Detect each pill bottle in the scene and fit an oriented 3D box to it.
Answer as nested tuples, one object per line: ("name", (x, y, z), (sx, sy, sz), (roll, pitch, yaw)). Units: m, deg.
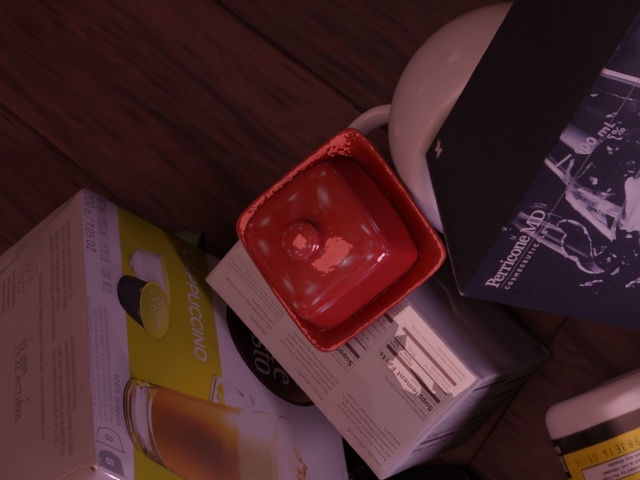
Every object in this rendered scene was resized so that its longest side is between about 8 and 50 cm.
("pill bottle", (0.348, 0.272, 1.703), (0.188, 0.188, 0.334), (-26, 83, 27))

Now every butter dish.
("butter dish", (0.000, 0.000, 1.670), (0.160, 0.118, 0.160), (-39, 76, 18))

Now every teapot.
("teapot", (0.168, -0.126, 1.751), (0.187, 0.256, 0.252), (-106, 29, -50))

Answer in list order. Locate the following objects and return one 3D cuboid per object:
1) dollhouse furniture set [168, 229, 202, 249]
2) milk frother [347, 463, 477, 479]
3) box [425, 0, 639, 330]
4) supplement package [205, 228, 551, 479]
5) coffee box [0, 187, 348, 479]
("dollhouse furniture set", (-0.170, 0.064, 2.027), (0.076, 0.058, 0.151), (1, 96, 27))
("milk frother", (0.089, 0.286, 1.866), (0.135, 0.143, 0.129), (-2, 87, 30))
("box", (0.304, -0.099, 1.545), (0.179, 0.312, 0.343), (-99, 29, -45))
("supplement package", (0.059, 0.075, 1.825), (0.262, 0.204, 0.145), (48, 111, 16))
("coffee box", (-0.202, 0.220, 1.827), (0.338, 0.334, 0.337), (-38, 41, 29))
